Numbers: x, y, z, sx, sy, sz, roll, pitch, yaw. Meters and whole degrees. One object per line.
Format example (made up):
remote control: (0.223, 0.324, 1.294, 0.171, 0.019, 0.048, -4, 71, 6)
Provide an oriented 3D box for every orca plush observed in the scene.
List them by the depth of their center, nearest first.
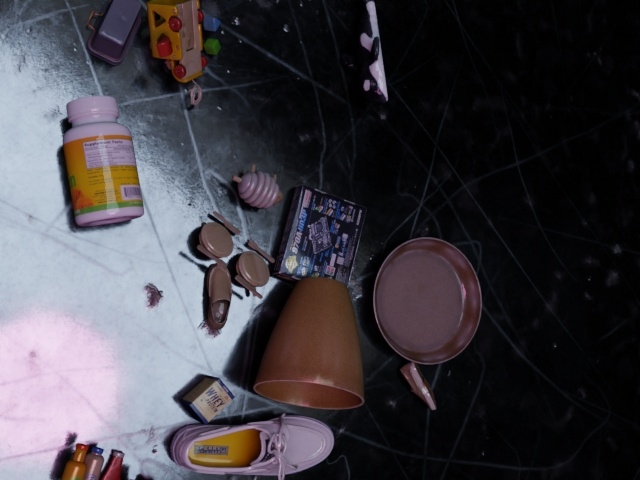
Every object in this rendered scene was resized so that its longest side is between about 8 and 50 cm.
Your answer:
orca plush: (0.095, -0.463, 1.803, 0.102, 0.151, 0.287, -8, 91, 6)

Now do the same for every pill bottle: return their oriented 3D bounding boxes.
pill bottle: (-0.443, -0.159, 1.508, 0.137, 0.136, 0.245, -9, 88, -25)

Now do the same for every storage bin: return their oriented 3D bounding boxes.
storage bin: (-0.433, -0.456, 1.568, 0.098, 0.091, 0.135, 25, 74, -20)

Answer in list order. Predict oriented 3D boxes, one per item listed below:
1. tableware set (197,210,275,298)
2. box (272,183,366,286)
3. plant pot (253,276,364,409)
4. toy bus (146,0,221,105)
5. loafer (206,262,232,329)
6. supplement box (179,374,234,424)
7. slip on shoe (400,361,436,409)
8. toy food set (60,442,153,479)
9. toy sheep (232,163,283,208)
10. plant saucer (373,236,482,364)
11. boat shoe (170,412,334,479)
tableware set: (-0.194, 0.036, 1.644, 0.194, 0.039, 0.128, 41, 39, -22)
box: (0.000, 0.000, 1.738, 0.175, 0.051, 0.220, 18, 78, -22)
plant pot: (-0.012, 0.217, 1.634, 0.237, 0.237, 0.254, 17, 64, -22)
toy bus: (-0.315, -0.425, 1.609, 0.105, 0.191, 0.202, 12, 75, 21)
loafer: (-0.217, 0.121, 1.629, 0.056, 0.050, 0.147, 0, 85, -24)
supplement box: (-0.240, 0.335, 1.579, 0.083, 0.083, 0.056, -42, 103, -23)
slip on shoe: (0.240, 0.358, 1.819, 0.041, 0.051, 0.135, -25, 107, 15)
toy food set: (-0.393, 0.473, 1.480, 0.232, 0.111, 0.104, 19, 78, -19)
toy sheep: (-0.141, -0.118, 1.670, 0.132, 0.091, 0.091, 21, 77, -27)
plant saucer: (0.258, 0.148, 1.841, 0.311, 0.050, 0.310, 2, 85, -24)
boat shoe: (-0.122, 0.438, 1.582, 0.367, 0.156, 0.135, 7, 82, -23)
